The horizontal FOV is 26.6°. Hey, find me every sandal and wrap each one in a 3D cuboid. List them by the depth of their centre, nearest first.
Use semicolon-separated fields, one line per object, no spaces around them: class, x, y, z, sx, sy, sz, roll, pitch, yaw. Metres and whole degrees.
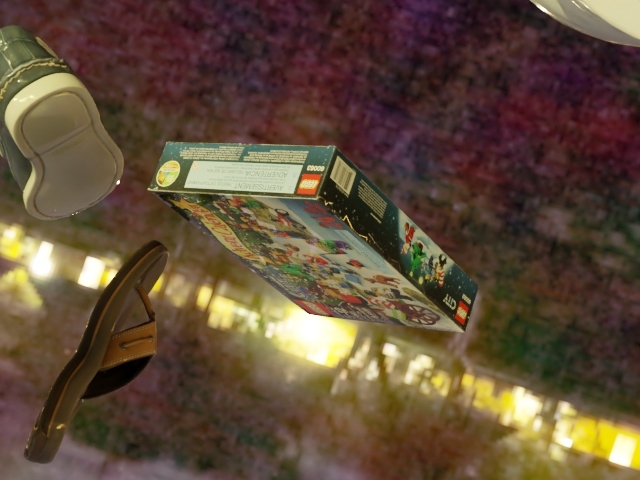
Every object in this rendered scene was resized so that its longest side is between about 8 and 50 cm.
sandal;-0.168;0.095;1.098;0.060;0.219;0.090;26;137;-2

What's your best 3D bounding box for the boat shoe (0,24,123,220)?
boat shoe;-0.226;-0.089;1.108;0.079;0.095;0.254;57;172;16

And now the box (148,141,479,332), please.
box;0.000;0.000;1.048;0.159;0.044;0.233;4;156;37

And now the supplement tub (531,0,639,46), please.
supplement tub;0.189;-0.248;0.806;0.235;0.235;0.325;19;-160;-12
